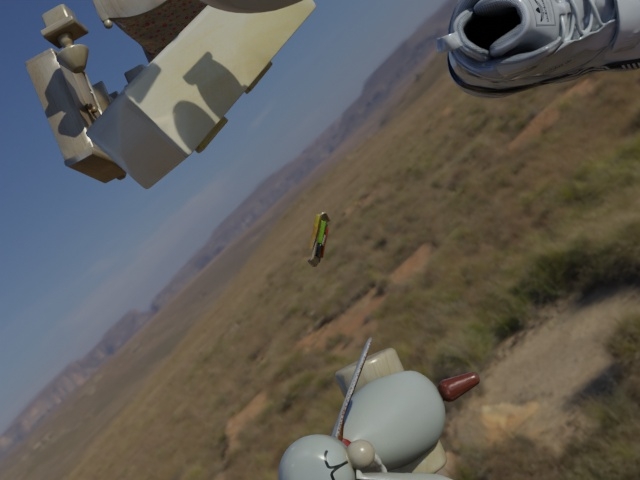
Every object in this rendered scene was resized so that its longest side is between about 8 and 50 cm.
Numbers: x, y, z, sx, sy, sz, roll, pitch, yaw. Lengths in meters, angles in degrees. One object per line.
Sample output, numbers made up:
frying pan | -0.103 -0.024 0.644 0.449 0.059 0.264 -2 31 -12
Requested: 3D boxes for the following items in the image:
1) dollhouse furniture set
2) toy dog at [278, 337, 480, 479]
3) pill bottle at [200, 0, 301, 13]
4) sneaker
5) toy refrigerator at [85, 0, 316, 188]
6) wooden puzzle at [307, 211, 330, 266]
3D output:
dollhouse furniture set | -0.205 -0.239 1.193 0.355 0.174 0.303 -26 -11 6
toy dog | 0.085 0.202 0.903 0.161 0.220 0.334 -30 12 17
pill bottle | -0.057 -0.233 0.411 0.121 0.221 0.121 -26 -16 -8
sneaker | 0.314 -0.269 1.011 0.366 0.137 0.210 -15 -2 21
toy refrigerator | -0.116 -0.181 0.884 0.102 0.094 0.269 -27 24 50
wooden puzzle | 0.000 0.000 1.173 0.116 0.014 0.078 14 -90 -83
